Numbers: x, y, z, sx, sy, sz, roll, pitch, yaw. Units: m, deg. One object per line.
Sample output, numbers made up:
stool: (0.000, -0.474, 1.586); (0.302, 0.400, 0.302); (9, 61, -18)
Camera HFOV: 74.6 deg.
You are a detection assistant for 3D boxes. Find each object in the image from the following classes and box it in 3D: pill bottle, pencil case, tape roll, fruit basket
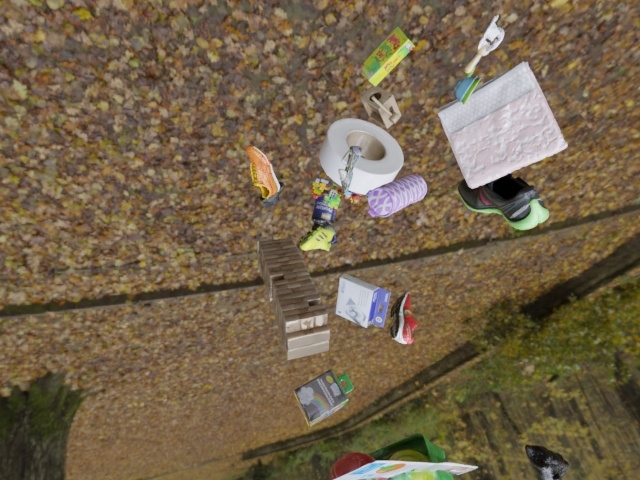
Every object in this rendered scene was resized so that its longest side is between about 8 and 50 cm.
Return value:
pill bottle: (0.020, -0.148, 2.206); (0.123, 0.219, 0.123); (12, 180, 0)
pencil case: (0.213, -0.122, 1.154); (0.206, 0.086, 0.088); (-24, 151, -43)
tape roll: (0.142, -0.296, 1.464); (0.286, 0.286, 0.100); (-3, 144, -25)
fruit basket: (0.110, 0.522, 0.872); (0.353, 0.165, 0.327); (21, 131, -42)

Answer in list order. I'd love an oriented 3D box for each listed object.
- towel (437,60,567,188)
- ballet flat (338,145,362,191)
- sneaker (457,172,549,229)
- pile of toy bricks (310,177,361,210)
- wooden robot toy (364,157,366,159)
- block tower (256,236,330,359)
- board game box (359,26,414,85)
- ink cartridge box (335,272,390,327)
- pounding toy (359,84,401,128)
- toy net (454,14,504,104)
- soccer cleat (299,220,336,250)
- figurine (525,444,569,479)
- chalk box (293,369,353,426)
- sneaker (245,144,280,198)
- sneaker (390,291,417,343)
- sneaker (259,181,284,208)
towel: (0.602, -0.380, 1.430); (0.332, 0.317, 0.053); (-24, -177, 39)
ballet flat: (0.065, -0.176, 1.019); (0.041, 0.041, 0.114); (10, 104, -41)
sneaker: (0.738, -0.207, 1.729); (0.185, 0.483, 0.202); (-28, 114, -7)
pile of toy bricks: (0.063, -0.177, 1.754); (0.212, 0.105, 0.118); (19, -178, -13)
wooden robot toy: (0.221, -0.334, 1.818); (0.079, 0.076, 0.173); (22, 180, -17)
block tower: (-0.071, 0.110, 0.962); (0.097, 0.335, 0.091); (-8, 124, -17)
board game box: (0.228, -0.638, 1.461); (0.181, 0.092, 0.043); (-41, 140, 26)
ink cartridge box: (0.179, 0.274, 1.831); (0.045, 0.224, 0.223); (-45, 148, -48)
pounding toy: (0.265, -0.549, 1.702); (0.094, 0.206, 0.181); (-44, 144, 0)
toy net: (0.382, -0.429, 0.983); (0.122, 0.045, 0.232); (-53, 171, -17)
soccer cleat: (0.001, -0.001, 1.833); (0.093, 0.121, 0.289); (-28, -176, 25)
figurine: (0.683, 0.674, 1.168); (0.092, 0.215, 0.209); (-48, 127, 2)
chalk box: (0.020, 0.588, 1.599); (0.213, 0.132, 0.132); (-24, 153, -17)
sneaker: (-0.176, -0.199, 1.239); (0.067, 0.064, 0.175); (-44, 128, -26)
sneaker: (0.394, 0.365, 1.952); (0.118, 0.279, 0.107); (28, 135, -9)
sneaker: (-0.217, -0.210, 1.972); (0.170, 0.051, 0.089); (-32, 150, 22)
